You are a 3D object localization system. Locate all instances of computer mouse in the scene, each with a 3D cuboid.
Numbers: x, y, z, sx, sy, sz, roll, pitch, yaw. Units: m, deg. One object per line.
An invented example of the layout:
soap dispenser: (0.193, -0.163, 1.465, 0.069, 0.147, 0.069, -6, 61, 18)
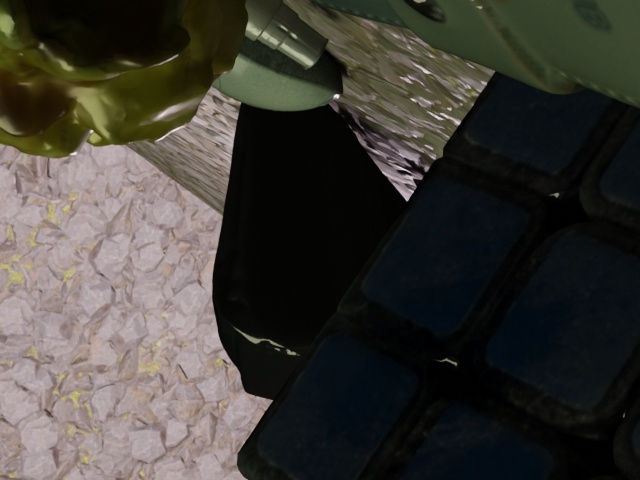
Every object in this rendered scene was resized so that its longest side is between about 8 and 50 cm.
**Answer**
computer mouse: (-0.086, -0.163, 1.398, 0.229, 0.068, 0.113, 34, 173, -10)

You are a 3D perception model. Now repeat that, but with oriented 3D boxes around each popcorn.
popcorn: (-0.171, -0.172, 1.070, 0.258, 0.224, 0.270, 6, 149, 14)

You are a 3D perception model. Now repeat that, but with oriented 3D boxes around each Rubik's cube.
Rubik's cube: (0.203, 0.106, 0.911, 0.305, 0.301, 0.304, 29, 172, 47)

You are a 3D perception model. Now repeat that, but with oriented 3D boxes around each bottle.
bottle: (-0.089, -0.191, 1.243, 0.217, 0.060, 0.060, 33, 174, -9)

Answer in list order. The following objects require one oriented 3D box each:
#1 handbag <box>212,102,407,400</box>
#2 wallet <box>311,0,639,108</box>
handbag: (0.003, 0.001, 1.674, 0.178, 0.275, 0.302, 7, 166, 2)
wallet: (0.039, -0.157, 0.736, 0.360, 0.083, 0.252, 27, 166, 50)
